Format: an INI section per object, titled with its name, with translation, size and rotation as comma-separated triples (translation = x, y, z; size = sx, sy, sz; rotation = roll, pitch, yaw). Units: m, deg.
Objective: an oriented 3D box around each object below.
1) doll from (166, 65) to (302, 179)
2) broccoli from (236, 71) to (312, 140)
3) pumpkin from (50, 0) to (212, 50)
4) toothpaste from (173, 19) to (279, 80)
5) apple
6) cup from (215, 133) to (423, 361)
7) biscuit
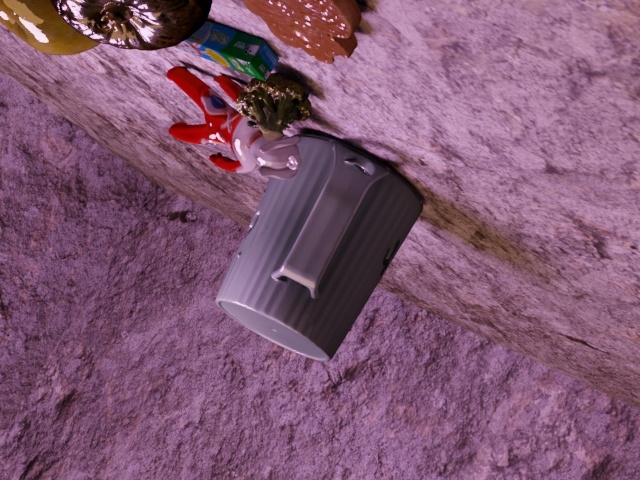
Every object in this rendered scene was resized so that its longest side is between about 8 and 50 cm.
[doll]
translation = -0.171, -0.217, 2.092
size = 0.384, 0.099, 0.188
rotation = 34, 131, 39
[broccoli]
translation = -0.080, -0.230, 1.842
size = 0.131, 0.120, 0.130
rotation = -3, 152, 2
[pumpkin]
translation = -0.256, -0.347, 1.451
size = 0.238, 0.159, 0.238
rotation = 10, 166, 2
[toothpaste]
translation = -0.194, -0.339, 1.807
size = 0.267, 0.050, 0.065
rotation = 25, 168, 30
[apple]
translation = -0.430, -0.410, 1.695
size = 0.261, 0.194, 0.261
rotation = 36, 170, 7
[cup]
translation = -0.020, -0.006, 2.118
size = 0.310, 0.392, 0.401
rotation = 19, 163, 28
[biscuit]
translation = -0.030, -0.313, 1.403
size = 0.202, 0.044, 0.288
rotation = 28, 174, 15
